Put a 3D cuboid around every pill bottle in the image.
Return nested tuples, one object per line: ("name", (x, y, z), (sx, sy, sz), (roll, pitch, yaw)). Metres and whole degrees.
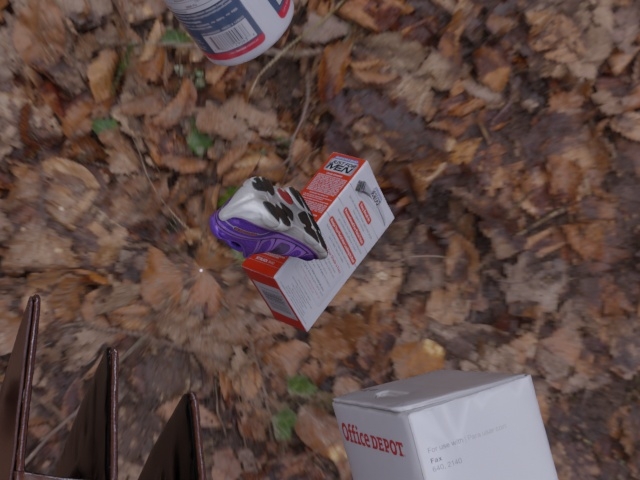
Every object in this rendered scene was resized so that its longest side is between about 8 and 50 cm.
("pill bottle", (-0.113, -0.268, 1.109), (0.108, 0.108, 0.180), (-43, 131, -5))

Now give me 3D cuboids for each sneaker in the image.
("sneaker", (-0.050, -0.013, 1.055), (0.071, 0.170, 0.068), (-30, 66, 16))

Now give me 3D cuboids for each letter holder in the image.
("letter holder", (-0.220, 0.218, 1.010), (0.152, 0.302, 0.214), (10, 43, -20))

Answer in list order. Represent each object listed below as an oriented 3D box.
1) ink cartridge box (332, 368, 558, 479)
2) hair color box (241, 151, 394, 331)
("ink cartridge box", (0.082, 0.175, 0.654), (0.082, 0.139, 0.191), (-13, 89, -16))
("hair color box", (0.000, 0.000, 1.193), (0.167, 0.053, 0.093), (-50, 136, -22))
